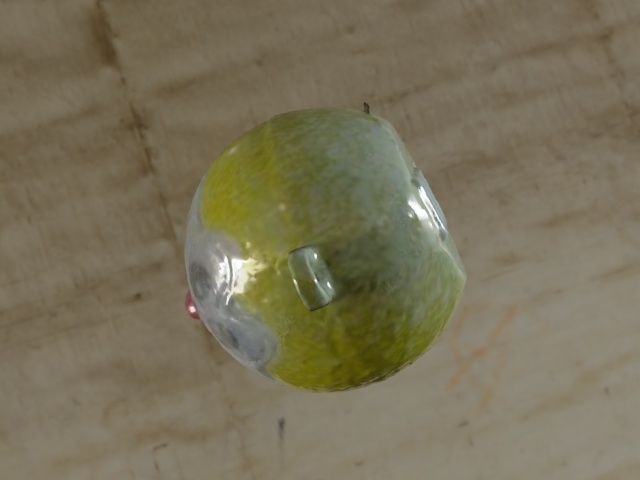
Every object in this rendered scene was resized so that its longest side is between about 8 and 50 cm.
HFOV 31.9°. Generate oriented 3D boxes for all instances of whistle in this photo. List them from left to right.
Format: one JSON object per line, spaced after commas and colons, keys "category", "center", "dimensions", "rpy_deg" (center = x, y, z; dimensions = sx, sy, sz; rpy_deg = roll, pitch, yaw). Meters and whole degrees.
{"category": "whistle", "center": [0.000, 0.000, 0.507], "dimensions": [0.123, 0.123, 0.223], "rpy_deg": [-20, 7, 8]}
